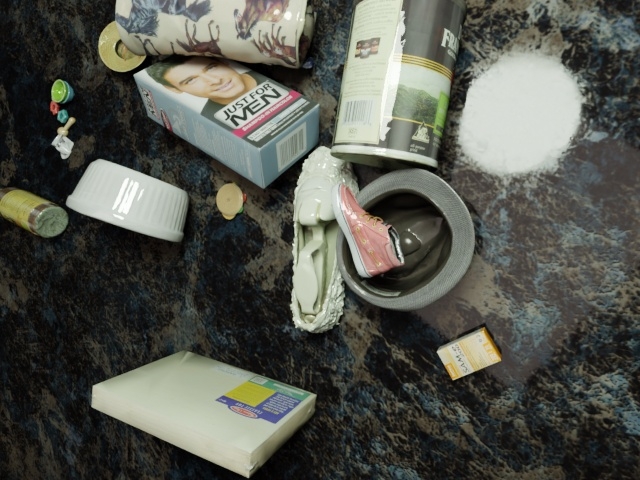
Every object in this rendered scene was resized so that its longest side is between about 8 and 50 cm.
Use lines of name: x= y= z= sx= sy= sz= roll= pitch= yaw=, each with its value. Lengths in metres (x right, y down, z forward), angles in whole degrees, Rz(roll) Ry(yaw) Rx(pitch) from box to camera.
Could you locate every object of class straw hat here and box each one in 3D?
straw hat: x=-0.521 y=-0.520 z=1.106 sx=0.145 sy=0.061 sz=0.144 roll=1 pitch=95 yaw=8

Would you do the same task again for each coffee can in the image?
coffee can: x=0.136 y=-0.278 z=0.735 sx=0.202 sy=0.201 sz=0.275 roll=12 pitch=97 yaw=24

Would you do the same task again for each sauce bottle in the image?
sauce bottle: x=-0.959 y=-0.107 z=1.296 sx=0.344 sy=0.111 sz=0.111 roll=20 pitch=100 yaw=25

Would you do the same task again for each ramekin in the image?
ramekin: x=-0.450 y=-0.098 z=0.984 sx=0.273 sy=0.273 sz=0.127 roll=18 pitch=87 yaw=23

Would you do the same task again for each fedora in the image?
fedora: x=0.164 y=0.001 z=0.771 sx=0.243 sy=0.124 sz=0.275 roll=50 pitch=117 yaw=17

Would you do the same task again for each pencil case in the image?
pencil case: x=-0.214 y=-0.457 z=0.843 sx=0.410 sy=0.183 sz=0.159 roll=7 pitch=108 yaw=6

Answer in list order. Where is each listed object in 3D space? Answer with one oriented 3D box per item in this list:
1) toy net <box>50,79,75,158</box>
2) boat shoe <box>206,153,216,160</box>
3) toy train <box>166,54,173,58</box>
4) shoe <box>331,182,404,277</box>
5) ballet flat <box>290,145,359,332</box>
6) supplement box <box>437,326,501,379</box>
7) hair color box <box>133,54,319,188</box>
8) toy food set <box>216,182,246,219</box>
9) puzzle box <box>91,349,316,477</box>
toy net: x=-0.815 y=-0.373 z=1.254 sx=0.122 sy=0.045 sz=0.232 roll=9 pitch=95 yaw=24
boat shoe: x=-0.202 y=-0.215 z=0.963 sx=0.207 sy=0.073 sz=0.073 roll=13 pitch=100 yaw=25
toy train: x=-0.371 y=-0.404 z=1.030 sx=0.166 sy=0.046 sz=0.125 roll=-53 pitch=47 yaw=52
shoe: x=0.084 y=-0.026 z=0.710 sx=0.081 sy=0.063 sz=0.178 roll=-21 pitch=89 yaw=30
ballet flat: x=0.000 y=0.000 z=0.844 sx=0.147 sy=0.147 sz=0.408 roll=2 pitch=92 yaw=25
supplement box: x=0.283 y=0.216 z=0.771 sx=0.098 sy=0.036 sz=0.062 roll=-34 pitch=77 yaw=22
hair color box: x=-0.204 y=-0.287 z=0.890 sx=0.374 sy=0.185 sz=0.113 roll=33 pitch=149 yaw=21
toy food set: x=-0.223 y=-0.100 z=1.003 sx=0.083 sy=0.020 sz=0.083 roll=-34 pitch=77 yaw=21
puzzle box: x=-0.246 y=0.353 z=0.890 sx=0.409 sy=0.272 sz=0.052 roll=9 pitch=95 yaw=25
